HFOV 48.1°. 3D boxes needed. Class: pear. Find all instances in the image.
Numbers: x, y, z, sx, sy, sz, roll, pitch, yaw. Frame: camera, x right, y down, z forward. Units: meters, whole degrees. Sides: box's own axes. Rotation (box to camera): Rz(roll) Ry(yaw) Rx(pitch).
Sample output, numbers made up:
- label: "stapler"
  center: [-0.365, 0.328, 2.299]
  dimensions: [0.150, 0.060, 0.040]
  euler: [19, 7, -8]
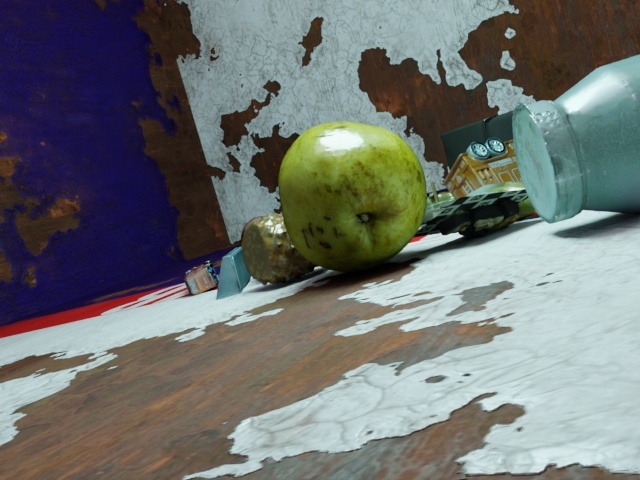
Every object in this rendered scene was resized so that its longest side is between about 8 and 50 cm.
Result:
- label: "pear"
  center: [0.067, -0.081, 1.395]
  dimensions: [0.303, 0.304, 0.304]
  euler: [-16, 4, 1]

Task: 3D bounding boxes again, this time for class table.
- label: "table"
  center: [0.343, -0.110, 1.944]
  dimensions: [0.121, 0.111, 0.240]
  euler: [-19, 5, -25]

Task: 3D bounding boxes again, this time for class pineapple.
- label: "pineapple"
  center: [0.000, 0.000, 1.625]
  dimensions: [0.340, 0.169, 0.169]
  euler: [-11, 1, -29]

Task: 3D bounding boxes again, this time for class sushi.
- label: "sushi"
  center: [0.309, -0.031, 1.402]
  dimensions: [0.215, 0.051, 0.192]
  euler: [-8, -19, -29]

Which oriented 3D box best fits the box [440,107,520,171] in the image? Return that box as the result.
- label: "box"
  center: [0.559, -0.266, 2.270]
  dimensions: [0.204, 0.251, 0.345]
  euler: [-17, 5, -12]

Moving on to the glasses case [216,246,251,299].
- label: "glasses case"
  center: [-0.206, 0.078, 1.766]
  dimensions: [0.056, 0.105, 0.266]
  euler: [10, 4, -1]

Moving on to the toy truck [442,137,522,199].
- label: "toy truck"
  center: [0.475, -0.166, 1.799]
  dimensions: [0.305, 0.162, 0.136]
  euler: [-17, -27, -26]

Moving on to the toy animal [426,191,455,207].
- label: "toy animal"
  center: [0.432, -0.150, 2.548]
  dimensions: [0.241, 0.057, 0.099]
  euler: [-16, 4, 16]

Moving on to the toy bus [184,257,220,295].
- label: "toy bus"
  center: [-0.330, 0.102, 2.004]
  dimensions: [0.096, 0.074, 0.235]
  euler: [-24, 6, -9]

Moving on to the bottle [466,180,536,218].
- label: "bottle"
  center: [0.417, -0.084, 1.492]
  dimensions: [0.083, 0.083, 0.269]
  euler: [-18, 8, -31]

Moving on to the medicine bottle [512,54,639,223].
- label: "medicine bottle"
  center: [0.471, -0.160, 1.127]
  dimensions: [0.289, 0.245, 0.245]
  euler: [-15, 4, 4]

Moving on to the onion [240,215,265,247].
- label: "onion"
  center: [-0.146, 0.002, 2.145]
  dimensions: [0.159, 0.160, 0.195]
  euler: [-19, 18, -39]
